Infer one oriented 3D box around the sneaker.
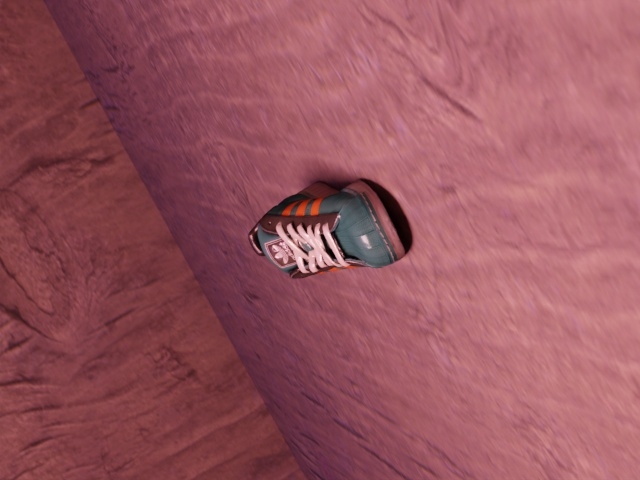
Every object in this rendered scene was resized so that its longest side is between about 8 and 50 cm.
[{"bbox_3d":[0.000,0.000,1.383,0.108,0.121,0.302,63,166,-11],"label":"sneaker"}]
